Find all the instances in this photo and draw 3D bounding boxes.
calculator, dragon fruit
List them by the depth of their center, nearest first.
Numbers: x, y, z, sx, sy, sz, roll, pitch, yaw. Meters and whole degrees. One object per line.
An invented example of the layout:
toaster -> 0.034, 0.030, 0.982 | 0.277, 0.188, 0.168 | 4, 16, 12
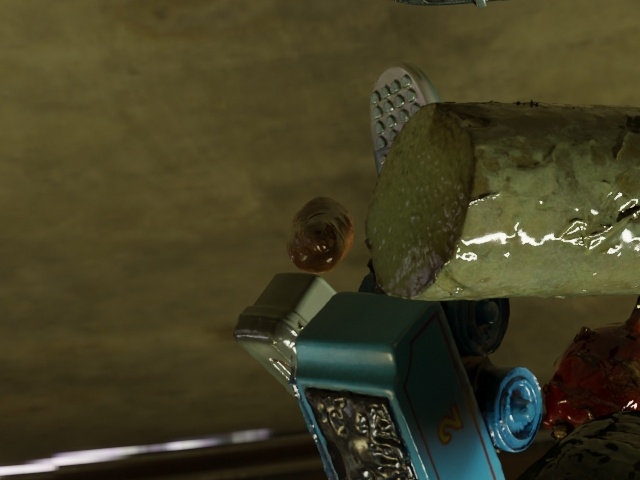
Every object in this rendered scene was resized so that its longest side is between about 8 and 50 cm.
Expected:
dragon fruit -> 0.341, 0.129, 1.596 | 0.125, 0.246, 0.125 | 28, -174, 5
calculator -> 0.139, -0.112, 2.038 | 0.042, 0.295, 0.184 | -11, 175, -30

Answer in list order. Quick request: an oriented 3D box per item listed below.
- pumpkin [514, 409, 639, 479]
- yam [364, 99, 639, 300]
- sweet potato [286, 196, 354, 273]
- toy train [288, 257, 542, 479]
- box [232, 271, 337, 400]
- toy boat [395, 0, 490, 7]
pumpkin -> 0.303, 0.314, 1.387 | 0.327, 0.257, 0.291 | 5, 116, -55
yam -> 0.182, -0.030, 1.095 | 0.268, 0.161, 0.161 | 1, 162, -16
sweet potato -> 0.000, 0.002, 1.969 | 0.097, 0.097, 0.292 | -8, -170, 3
toy train -> 0.112, 0.175, 1.650 | 0.188, 0.300, 0.265 | 1, -147, 40
box -> -0.012, 0.151, 2.089 | 0.210, 0.129, 0.148 | 47, 154, -27
toy boat -> 0.149, -0.334, 1.761 | 0.246, 0.103, 0.093 | 4, 130, 40
